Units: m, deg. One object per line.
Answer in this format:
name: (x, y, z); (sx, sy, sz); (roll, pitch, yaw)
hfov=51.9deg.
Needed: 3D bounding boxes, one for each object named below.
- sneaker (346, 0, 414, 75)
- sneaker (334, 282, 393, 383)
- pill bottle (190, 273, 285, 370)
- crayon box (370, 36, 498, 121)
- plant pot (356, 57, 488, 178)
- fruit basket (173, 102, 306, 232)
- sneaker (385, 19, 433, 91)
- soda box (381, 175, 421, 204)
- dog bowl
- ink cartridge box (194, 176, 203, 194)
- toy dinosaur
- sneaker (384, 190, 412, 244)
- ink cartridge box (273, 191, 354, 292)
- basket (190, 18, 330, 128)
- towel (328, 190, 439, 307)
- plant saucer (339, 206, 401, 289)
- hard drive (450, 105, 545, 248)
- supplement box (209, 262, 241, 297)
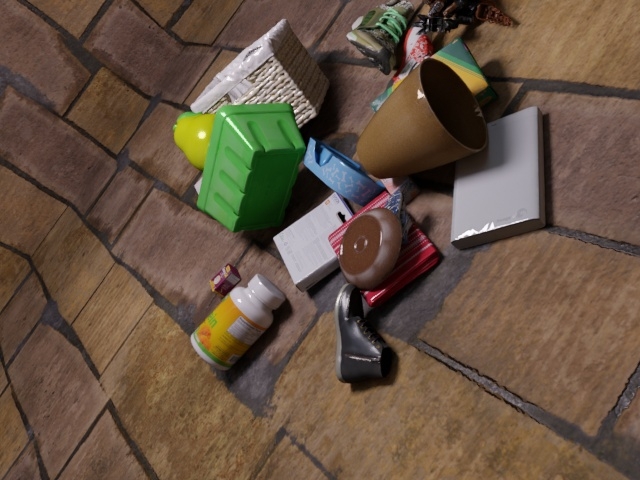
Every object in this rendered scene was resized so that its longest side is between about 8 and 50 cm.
sneaker: (0.186, -0.614, 1.885); (0.182, 0.158, 0.410); (-45, 21, 24)
sneaker: (0.100, 0.198, 1.437); (0.118, 0.083, 0.221); (-12, 70, 34)
pill bottle: (-0.210, 0.208, 1.719); (0.245, 0.136, 0.136); (-47, 37, 7)
crayon box: (0.282, -0.353, 1.659); (0.278, 0.081, 0.165); (-34, 64, 23)
plant pot: (0.214, -0.251, 1.528); (0.254, 0.237, 0.237); (-32, 40, 40)
fruit basket: (-0.246, -0.249, 1.908); (0.392, 0.283, 0.391); (20, 114, 53)
sneaker: (0.290, -0.495, 1.811); (0.145, 0.090, 0.270); (9, 71, 49)
soda box: (0.185, -0.167, 1.674); (0.063, 0.058, 0.183); (-43, 38, 13)
dog bowl: (0.053, -0.180, 1.750); (0.074, 0.166, 0.297); (-58, 35, 11)
ink cartridge box: (-0.340, -0.194, 2.233); (0.143, 0.092, 0.090); (-46, 36, 7)
toy dinosaur: (0.376, -0.647, 1.781); (0.322, 0.219, 0.164); (12, 111, 49)
sneaker: (0.181, -0.049, 1.512); (0.052, 0.058, 0.135); (-21, 55, 47)
ink cartridge box: (0.000, 0.000, 1.735); (0.224, 0.045, 0.223); (-36, 39, 6)
basket: (-0.175, -0.462, 2.062); (0.328, 0.266, 0.331); (-33, 20, 24)
towel: (0.142, 0.017, 1.557); (0.199, 0.031, 0.274); (-38, 42, 6)
plant saucer: (0.102, 0.014, 1.501); (0.199, 0.036, 0.198); (-27, 54, 45)
hard drive: (0.389, -0.140, 1.447); (0.203, 0.040, 0.307); (-18, 48, 38)
supplement box: (-0.282, 0.118, 1.950); (0.083, 0.043, 0.055); (-45, 36, 9)
